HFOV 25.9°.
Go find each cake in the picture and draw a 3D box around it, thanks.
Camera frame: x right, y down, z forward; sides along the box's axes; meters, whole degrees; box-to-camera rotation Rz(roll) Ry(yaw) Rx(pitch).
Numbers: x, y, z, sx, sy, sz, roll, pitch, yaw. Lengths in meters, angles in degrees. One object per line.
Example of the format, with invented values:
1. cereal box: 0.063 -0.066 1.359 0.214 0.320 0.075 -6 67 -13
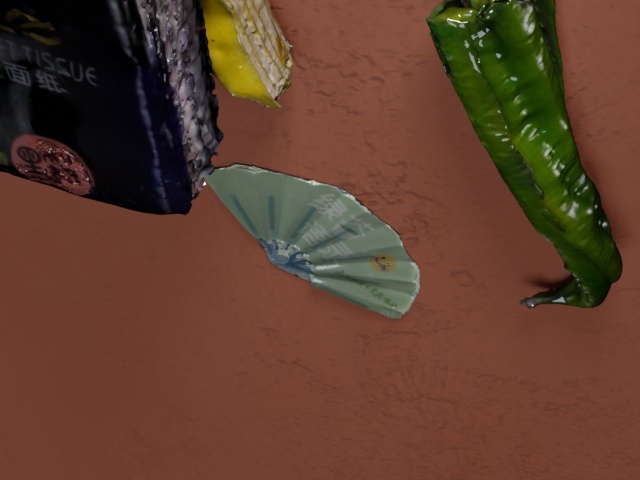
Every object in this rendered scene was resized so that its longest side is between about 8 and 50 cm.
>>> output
1. cake: -0.095 -0.161 0.944 0.116 0.080 0.185 0 146 16

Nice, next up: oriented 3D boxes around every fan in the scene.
1. fan: 0.000 0.000 1.182 0.240 0.009 0.131 37 137 -27

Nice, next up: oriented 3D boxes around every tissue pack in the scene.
1. tissue pack: -0.196 -0.158 0.862 0.245 0.123 0.332 15 147 13

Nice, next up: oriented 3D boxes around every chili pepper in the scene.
1. chili pepper: 0.160 -0.045 1.017 0.085 0.076 0.359 -21 136 5
